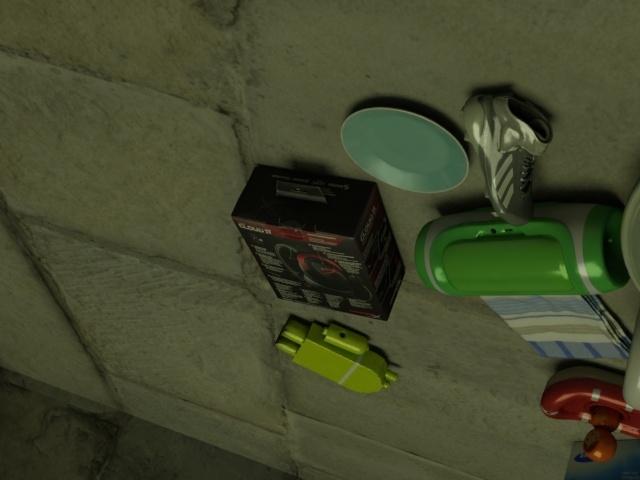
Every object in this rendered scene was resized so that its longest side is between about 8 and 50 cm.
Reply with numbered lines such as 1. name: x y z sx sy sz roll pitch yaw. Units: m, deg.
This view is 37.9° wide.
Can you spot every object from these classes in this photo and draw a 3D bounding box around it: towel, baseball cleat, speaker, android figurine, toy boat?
1. towel: 0.379 0.122 1.551 0.209 0.034 0.285 -6 141 46
2. baseball cleat: 0.251 -0.097 1.185 0.110 0.072 0.206 -2 135 39
3. speaker: 0.284 0.016 1.331 0.297 0.131 0.131 -3 143 42
4. android figurine: 0.037 0.255 2.033 0.273 0.056 0.248 24 153 0
5. toy boat: 0.512 0.327 1.689 0.231 0.151 0.151 15 152 15

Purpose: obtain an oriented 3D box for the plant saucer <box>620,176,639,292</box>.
1. plant saucer: 0.551 0.034 1.081 0.401 0.100 0.400 14 137 14

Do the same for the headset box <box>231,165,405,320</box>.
1. headset box: 0.000 0.000 1.537 0.218 0.110 0.293 10 150 24

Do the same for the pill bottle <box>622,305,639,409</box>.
1. pill bottle: 0.609 0.188 1.328 0.323 0.181 0.181 12 151 20

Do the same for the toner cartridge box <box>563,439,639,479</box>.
1. toner cartridge box: 0.643 0.487 1.865 0.075 0.165 0.348 37 150 -22

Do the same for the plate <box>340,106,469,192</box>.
1. plate: 0.119 -0.131 1.303 0.188 0.024 0.188 18 154 9
